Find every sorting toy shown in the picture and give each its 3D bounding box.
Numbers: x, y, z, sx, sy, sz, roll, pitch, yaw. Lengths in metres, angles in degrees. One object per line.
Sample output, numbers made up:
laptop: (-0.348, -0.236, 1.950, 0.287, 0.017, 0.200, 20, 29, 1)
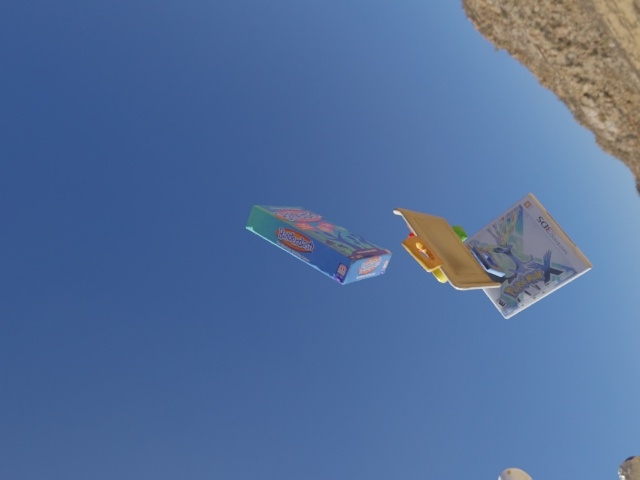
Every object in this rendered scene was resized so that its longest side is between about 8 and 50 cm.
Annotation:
sorting toy: (0.228, 0.023, 0.865, 0.347, 0.047, 0.196, 5, -137, -51)

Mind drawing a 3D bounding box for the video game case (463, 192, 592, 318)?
video game case: (0.666, 0.058, 1.572, 0.036, 0.329, 0.300, -16, -113, -53)

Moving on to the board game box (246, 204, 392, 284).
board game box: (0.000, 0.000, 0.816, 0.210, 0.047, 0.160, 28, -164, 26)

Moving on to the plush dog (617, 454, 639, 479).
plush dog: (0.769, 0.674, 1.076, 0.262, 0.210, 0.225, -45, -56, -15)

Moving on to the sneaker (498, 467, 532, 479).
sneaker: (0.523, 0.686, 1.130, 0.293, 0.108, 0.169, 62, -164, -20)
